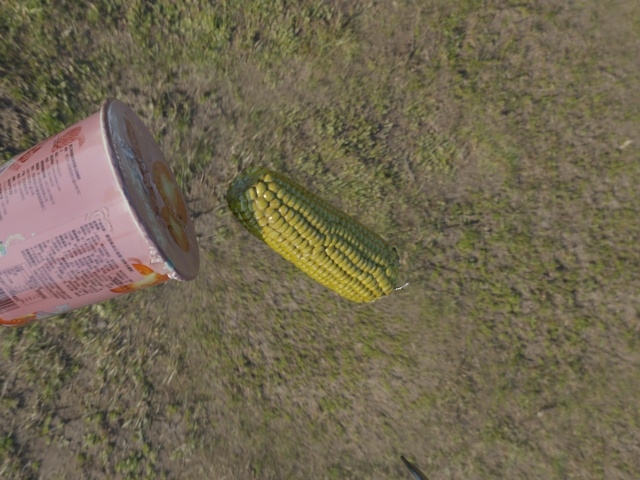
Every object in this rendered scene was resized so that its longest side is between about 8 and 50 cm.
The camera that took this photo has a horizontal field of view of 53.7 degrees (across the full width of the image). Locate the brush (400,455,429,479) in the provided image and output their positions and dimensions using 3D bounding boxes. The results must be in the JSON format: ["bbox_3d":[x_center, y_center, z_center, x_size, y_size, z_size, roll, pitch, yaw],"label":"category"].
[{"bbox_3d":[0.170,0.382,0.953,0.016,0.063,0.193,-38,131,-6],"label":"brush"}]

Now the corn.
[{"bbox_3d":[0.000,0.000,0.872,0.305,0.106,0.106,33,83,-39],"label":"corn"}]

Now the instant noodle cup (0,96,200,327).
[{"bbox_3d":[-0.302,-0.019,0.781,0.232,0.243,0.242,-23,95,3],"label":"instant noodle cup"}]
